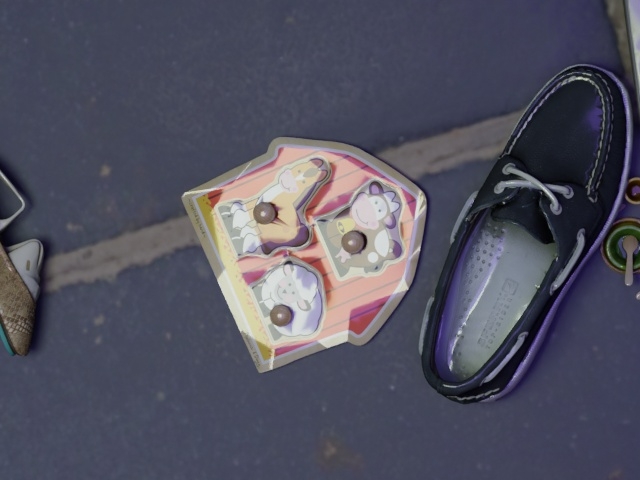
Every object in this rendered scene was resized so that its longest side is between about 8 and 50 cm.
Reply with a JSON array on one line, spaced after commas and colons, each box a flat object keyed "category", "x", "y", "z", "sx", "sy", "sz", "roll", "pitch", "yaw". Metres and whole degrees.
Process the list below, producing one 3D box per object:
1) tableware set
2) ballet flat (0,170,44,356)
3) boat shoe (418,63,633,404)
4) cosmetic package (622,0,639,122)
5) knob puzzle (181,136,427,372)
[{"category": "tableware set", "x": 0.301, "y": 0.013, "z": 1.490, "sx": 0.104, "sy": 0.024, "sz": 0.154, "roll": -42, "pitch": 85, "yaw": 6}, {"category": "ballet flat", "x": -0.278, "y": -0.003, "z": 1.543, "sx": 0.067, "sy": 0.073, "sz": 0.206, "roll": -25, "pitch": 92, "yaw": -7}, {"category": "boat shoe", "x": 0.170, "y": -0.006, "z": 1.465, "sx": 0.114, "sy": 0.091, "sz": 0.302, "roll": 19, "pitch": 91, "yaw": 21}, {"category": "cosmetic package", "x": 0.306, "y": -0.203, "z": 1.447, "sx": 0.127, "sy": 0.107, "sz": 0.238, "roll": -9, "pitch": 93, "yaw": 10}, {"category": "knob puzzle", "x": 0.000, "y": 0.000, "z": 1.525, "sx": 0.213, "sy": 0.030, "sz": 0.213, "roll": 0, "pitch": 91, "yaw": 7}]
